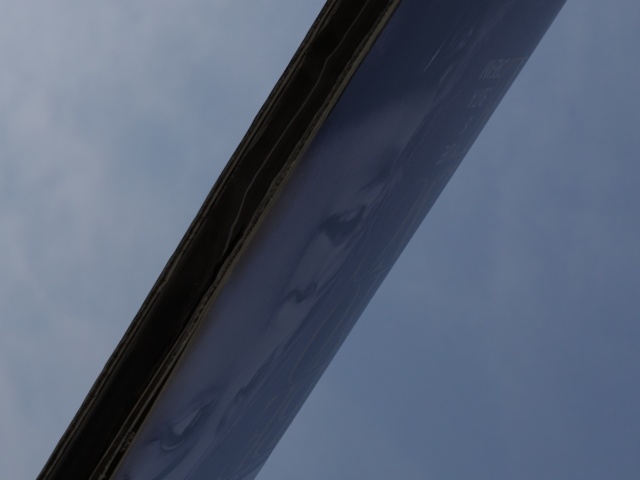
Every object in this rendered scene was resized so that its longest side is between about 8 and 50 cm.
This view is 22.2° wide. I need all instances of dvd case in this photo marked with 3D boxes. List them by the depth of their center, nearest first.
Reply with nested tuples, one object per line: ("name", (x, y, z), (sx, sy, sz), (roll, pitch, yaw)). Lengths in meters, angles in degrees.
("dvd case", (0.000, 0.000, 0.402), (0.018, 0.164, 0.221), (36, -74, 11))
